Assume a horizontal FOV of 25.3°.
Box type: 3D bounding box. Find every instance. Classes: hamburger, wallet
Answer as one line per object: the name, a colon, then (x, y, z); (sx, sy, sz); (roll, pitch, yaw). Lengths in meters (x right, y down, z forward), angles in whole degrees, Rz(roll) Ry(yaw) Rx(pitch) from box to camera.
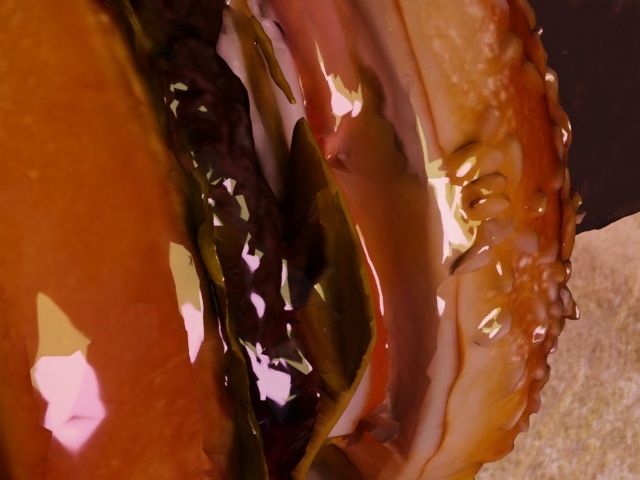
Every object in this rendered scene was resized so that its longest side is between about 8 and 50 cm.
hamburger: (-0.049, -0.022, 0.473); (0.225, 0.291, 0.291); (-18, 124, -23)
wallet: (0.140, -0.144, 0.703); (0.165, 0.042, 0.310); (-19, 124, -29)
